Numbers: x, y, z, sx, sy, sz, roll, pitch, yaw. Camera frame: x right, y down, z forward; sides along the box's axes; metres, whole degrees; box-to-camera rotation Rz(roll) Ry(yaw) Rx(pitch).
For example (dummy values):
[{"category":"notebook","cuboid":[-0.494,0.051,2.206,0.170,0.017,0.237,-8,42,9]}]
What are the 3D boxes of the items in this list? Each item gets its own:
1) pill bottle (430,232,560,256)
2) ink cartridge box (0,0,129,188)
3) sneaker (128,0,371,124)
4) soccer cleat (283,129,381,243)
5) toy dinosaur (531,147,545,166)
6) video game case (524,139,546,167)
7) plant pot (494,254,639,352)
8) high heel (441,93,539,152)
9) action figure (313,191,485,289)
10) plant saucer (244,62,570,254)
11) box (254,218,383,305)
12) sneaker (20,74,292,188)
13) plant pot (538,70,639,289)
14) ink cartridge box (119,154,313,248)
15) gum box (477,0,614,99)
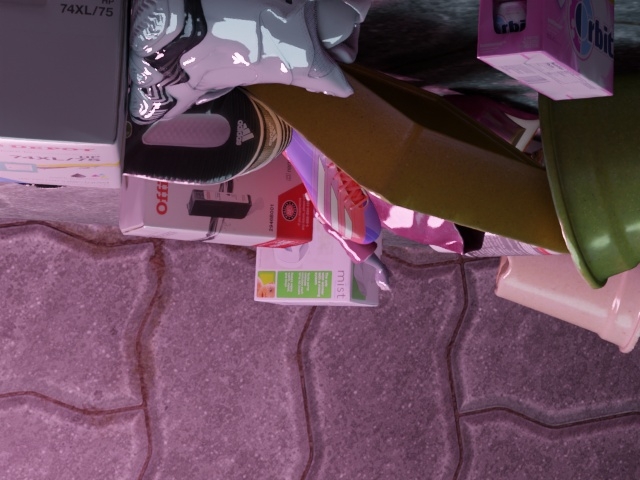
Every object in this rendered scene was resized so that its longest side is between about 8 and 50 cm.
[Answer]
[{"category":"pill bottle","cuboid":[0.339,-0.050,2.256,0.283,0.161,0.161,-3,172,44]},{"category":"ink cartridge box","cuboid":[-0.284,-0.168,1.138,0.198,0.197,0.270,3,174,-8]},{"category":"sneaker","cuboid":[-0.076,-0.187,1.155,0.210,0.137,0.366,6,171,-8]},{"category":"soccer cleat","cuboid":[0.017,-0.100,1.688,0.095,0.248,0.083,-24,-162,45]},{"category":"toy dinosaur","cuboid":[0.415,-0.149,1.840,0.211,0.064,0.112,-9,-166,-39]},{"category":"video game case","cuboid":[0.287,-0.139,2.061,0.285,0.025,0.204,-3,172,44]},{"category":"plant pot","cuboid":[0.547,0.048,2.569,0.306,0.333,0.334,13,175,6]},{"category":"high heel","cuboid":[0.240,-0.167,1.692,0.117,0.082,0.244,33,-163,12]},{"category":"action figure","cuboid":[0.084,-0.059,1.849,0.370,0.248,0.276,-6,169,43]},{"category":"plant saucer","cuboid":[0.112,-0.121,1.402,0.333,0.081,0.333,14,-160,-40]},{"category":"box","cuboid":[0.000,0.000,2.404,0.231,0.261,0.127,0,174,33]},{"category":"sneaker","cuboid":[-0.249,-0.144,1.542,0.448,0.169,0.257,9,-175,17]},{"category":"plant pot","cuboid":[0.417,-0.101,1.396,0.254,0.276,0.276,-13,168,23]},{"category":"ink cartridge box","cuboid":[-0.153,-0.099,1.791,0.273,0.197,0.114,5,172,-25]},{"category":"gum box","cuboid":[0.204,-0.199,1.070,0.062,0.107,0.188,-1,173,32]}]
